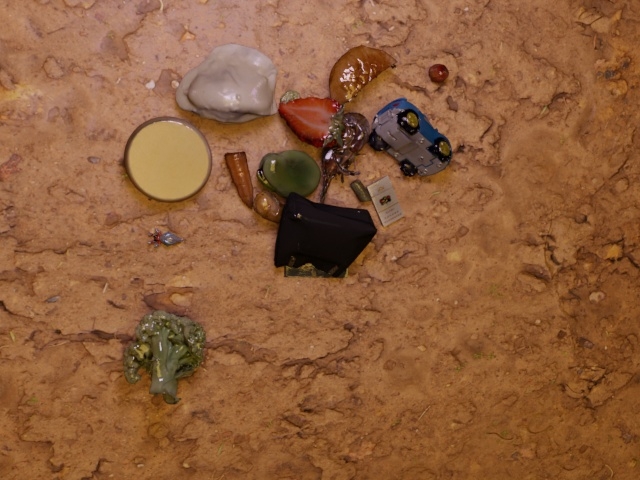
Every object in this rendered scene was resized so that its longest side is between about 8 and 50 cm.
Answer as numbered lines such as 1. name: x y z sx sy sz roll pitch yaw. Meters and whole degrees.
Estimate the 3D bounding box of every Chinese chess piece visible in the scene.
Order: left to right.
1. Chinese chess piece: -0.477 -0.252 1.616 0.273 0.102 0.274 -3 102 -17

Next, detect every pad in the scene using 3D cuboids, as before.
1. pad: -0.008 0.054 1.867 0.245 0.006 0.170 2 100 -16

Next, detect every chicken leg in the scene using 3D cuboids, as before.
1. chicken leg: -0.150 -0.099 1.756 0.207 0.101 0.085 35 94 -40

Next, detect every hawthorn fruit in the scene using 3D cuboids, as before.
1. hawthorn fruit: 0.427 -0.592 1.804 0.066 0.103 0.067 1 89 -32

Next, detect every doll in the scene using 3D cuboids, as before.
1. doll: -0.508 -0.006 1.693 0.114 0.039 0.057 2 59 -8

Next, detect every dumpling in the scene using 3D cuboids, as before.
1. dumpling: -0.280 -0.480 1.577 0.317 0.187 0.243 3 104 -14

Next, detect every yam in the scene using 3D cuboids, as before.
1. yam: 0.144 -0.174 1.842 0.043 0.043 0.094 -34 110 -7

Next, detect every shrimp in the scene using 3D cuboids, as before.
1. shrimp: 0.070 -0.273 1.762 0.145 0.116 0.343 22 94 -6

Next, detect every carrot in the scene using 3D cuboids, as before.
1. carrot: -0.260 -0.198 1.715 0.072 0.072 0.205 -19 114 -11

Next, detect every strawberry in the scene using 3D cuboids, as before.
1. strawberry: -0.029 -0.376 1.681 0.228 0.098 0.175 6 81 15

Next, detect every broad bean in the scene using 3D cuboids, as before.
1. broad bean: -0.104 -0.220 1.734 0.227 0.100 0.170 -5 110 -17

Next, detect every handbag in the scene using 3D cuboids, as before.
1. handbag: 0.000 0.000 1.760 0.342 0.152 0.288 13 127 -21

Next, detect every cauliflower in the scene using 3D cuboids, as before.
1. cauliflower: -0.517 0.372 1.655 0.260 0.281 0.327 4 120 15

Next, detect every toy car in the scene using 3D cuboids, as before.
1. toy car: 0.325 -0.358 1.794 0.314 0.198 0.166 34 59 -22

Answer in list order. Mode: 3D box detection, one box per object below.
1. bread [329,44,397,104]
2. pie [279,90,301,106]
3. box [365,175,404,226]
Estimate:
1. bread: 0.114 -0.563 1.707 0.260 0.129 0.134 -36 108 -8
2. pie: -0.100 -0.459 1.724 0.085 0.017 0.085 -4 105 -17
3. box: 0.236 -0.143 1.885 0.090 0.024 0.167 -28 109 -8
